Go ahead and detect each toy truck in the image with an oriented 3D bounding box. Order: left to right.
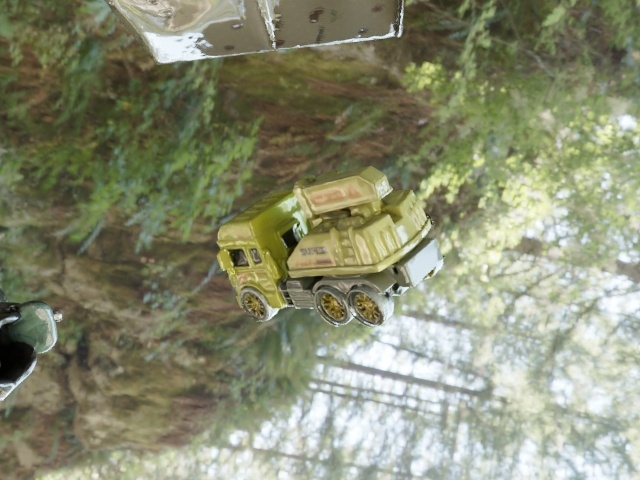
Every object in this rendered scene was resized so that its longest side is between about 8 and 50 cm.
[{"bbox_3d":[0.000,0.000,0.867,0.272,0.157,0.124,-5,-156,47],"label":"toy truck"}]

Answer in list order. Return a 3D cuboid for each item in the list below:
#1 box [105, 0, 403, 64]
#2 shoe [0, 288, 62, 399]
[{"bbox_3d":[-0.058,-0.314,0.592,0.190,0.225,0.297,52,33,-82],"label":"box"},{"bbox_3d":[-0.250,0.077,0.601,0.169,0.099,0.071,-108,179,-64],"label":"shoe"}]
